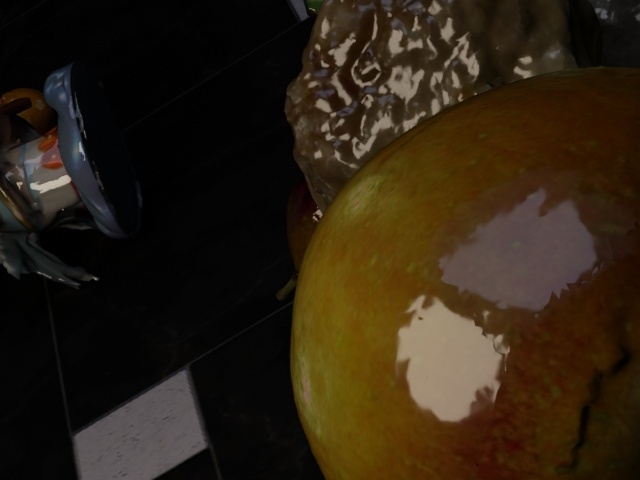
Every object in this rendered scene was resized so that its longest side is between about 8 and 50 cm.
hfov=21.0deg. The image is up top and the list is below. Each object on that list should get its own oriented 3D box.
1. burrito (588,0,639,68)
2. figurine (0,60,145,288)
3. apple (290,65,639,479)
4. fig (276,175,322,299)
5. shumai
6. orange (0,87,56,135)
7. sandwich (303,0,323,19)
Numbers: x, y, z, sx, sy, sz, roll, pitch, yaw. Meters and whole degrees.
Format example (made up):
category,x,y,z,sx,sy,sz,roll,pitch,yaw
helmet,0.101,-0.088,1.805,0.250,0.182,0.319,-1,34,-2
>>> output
category,x,y,z,sx,sy,sz,roll,pitch,yaw
burrito,0.322,-0.183,1.418,0.347,0.107,0.175,4,73,38
figurine,-0.378,-0.011,1.754,0.388,0.248,0.277,-19,31,5
apple,0.172,0.068,1.067,0.384,0.374,0.374,-13,24,-24
fig,0.000,0.000,1.528,0.089,0.089,0.125,19,83,52
shumai,0.130,-0.090,1.315,0.267,0.314,0.262,-4,27,-23
orange,-0.350,-0.140,2.023,0.083,0.070,0.083,-27,32,19
sandwich,0.001,-0.307,1.869,0.079,0.159,0.235,-25,53,5
